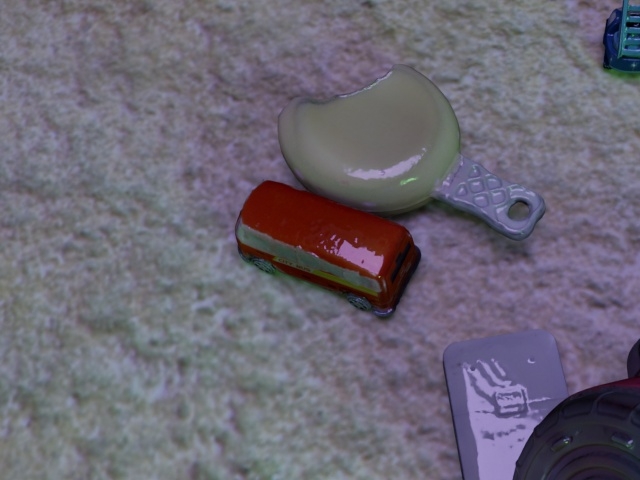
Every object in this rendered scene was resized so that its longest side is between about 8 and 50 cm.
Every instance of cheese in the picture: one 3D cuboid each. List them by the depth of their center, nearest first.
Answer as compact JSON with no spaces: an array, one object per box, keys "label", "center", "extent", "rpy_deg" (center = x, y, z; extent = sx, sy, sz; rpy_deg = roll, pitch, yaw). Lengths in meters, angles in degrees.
[{"label":"cheese","center":[0.077,-0.064,0.959],"extent":[0.163,0.071,0.249],"rpy_deg":[-35,64,-8]}]

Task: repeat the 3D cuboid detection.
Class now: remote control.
[{"label":"remote control","center":[0.167,0.196,0.833],"extent":[0.103,0.034,0.250],"rpy_deg":[-11,62,5]}]

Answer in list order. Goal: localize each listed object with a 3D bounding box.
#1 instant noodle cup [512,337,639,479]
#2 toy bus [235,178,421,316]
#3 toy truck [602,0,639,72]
[{"label":"instant noodle cup","center":[0.242,0.185,0.667],"extent":[0.181,0.258,0.302],"rpy_deg":[2,40,-35]},{"label":"toy bus","center":[0.000,0.000,0.936],"extent":[0.174,0.077,0.079],"rpy_deg":[21,69,19]},{"label":"toy truck","center":[0.303,-0.208,0.978],"extent":[0.056,0.090,0.073],"rpy_deg":[6,65,12]}]
